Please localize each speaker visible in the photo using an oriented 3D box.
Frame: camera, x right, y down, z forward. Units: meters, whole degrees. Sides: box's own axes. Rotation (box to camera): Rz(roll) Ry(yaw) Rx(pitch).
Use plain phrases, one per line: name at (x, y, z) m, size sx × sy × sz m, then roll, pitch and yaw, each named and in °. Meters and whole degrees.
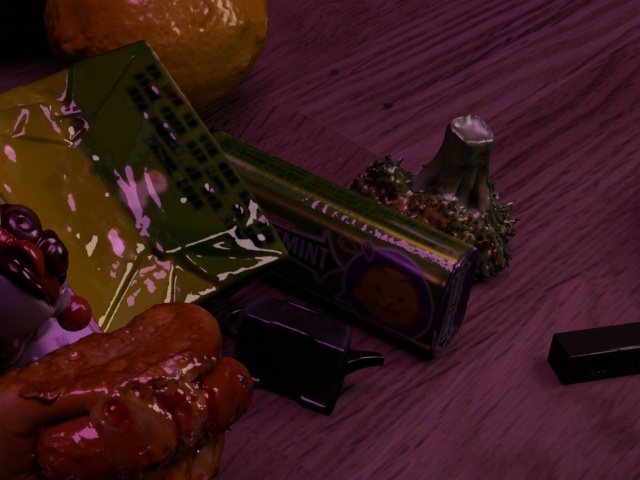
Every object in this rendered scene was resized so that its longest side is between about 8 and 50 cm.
speaker at (0.348, 0.118, 1.892) m, size 0.191 × 0.040 × 0.046 m, roll -7°, pitch 39°, yaw -19°

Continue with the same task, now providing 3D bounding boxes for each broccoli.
broccoli at (0.144, -0.064, 1.966) m, size 0.219 × 0.194 × 0.194 m, roll 5°, pitch 37°, yaw -15°

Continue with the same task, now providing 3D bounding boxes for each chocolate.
chocolate at (-0.235, -0.027, 1.797) m, size 0.288 × 0.137 × 0.301 m, roll -28°, pitch 80°, yaw -39°

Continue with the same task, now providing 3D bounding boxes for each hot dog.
hot dog at (-0.167, 0.160, 1.515) m, size 0.256 × 0.150 × 0.153 m, roll -24°, pitch 37°, yaw -38°

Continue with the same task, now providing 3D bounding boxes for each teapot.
teapot at (-0.020, 0.106, 1.797) m, size 0.177 × 0.087 × 0.096 m, roll 19°, pitch 33°, yaw 13°

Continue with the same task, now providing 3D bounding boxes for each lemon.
lemon at (-0.204, -0.271, 2.121) m, size 0.260 × 0.260 × 0.284 m, roll 25°, pitch 50°, yaw 20°

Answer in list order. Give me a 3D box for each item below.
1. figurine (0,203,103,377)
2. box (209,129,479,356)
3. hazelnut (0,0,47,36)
figurine at (-0.293, 0.031, 1.520) m, size 0.160 × 0.226 × 0.183 m, roll -36°, pitch 78°, yaw -23°
box at (0.000, 0.000, 1.900) m, size 0.345 × 0.134 × 0.097 m, roll 26°, pitch 40°, yaw 20°
hazelnut at (-0.464, -0.438, 2.234) m, size 0.409 × 0.359 × 0.359 m, roll 26°, pitch 40°, yaw 22°
